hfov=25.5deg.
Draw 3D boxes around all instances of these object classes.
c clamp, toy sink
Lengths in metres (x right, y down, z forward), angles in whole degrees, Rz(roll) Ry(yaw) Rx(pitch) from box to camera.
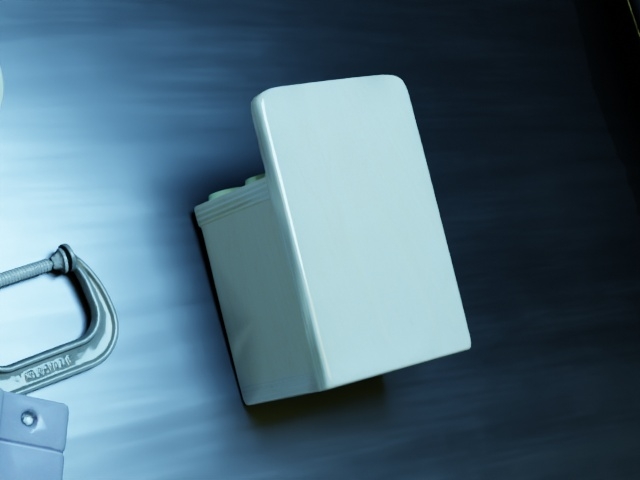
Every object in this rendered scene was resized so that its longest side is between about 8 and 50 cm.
[{"bbox_3d":[-0.226,0.046,1.041,0.161,0.022,0.137,-13,82,-37],"label":"c clamp"},{"bbox_3d":[0.000,0.000,1.150,0.153,0.131,0.234,-12,86,-38],"label":"toy sink"}]

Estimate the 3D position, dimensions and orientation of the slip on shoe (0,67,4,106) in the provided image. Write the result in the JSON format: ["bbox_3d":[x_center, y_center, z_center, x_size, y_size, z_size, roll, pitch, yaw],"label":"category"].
[{"bbox_3d":[-0.336,-0.053,0.949,0.331,0.101,0.123,-39,96,-39],"label":"slip on shoe"}]

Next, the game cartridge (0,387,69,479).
[{"bbox_3d":[-0.326,0.181,0.878,0.355,0.068,0.230,18,59,-36],"label":"game cartridge"}]
